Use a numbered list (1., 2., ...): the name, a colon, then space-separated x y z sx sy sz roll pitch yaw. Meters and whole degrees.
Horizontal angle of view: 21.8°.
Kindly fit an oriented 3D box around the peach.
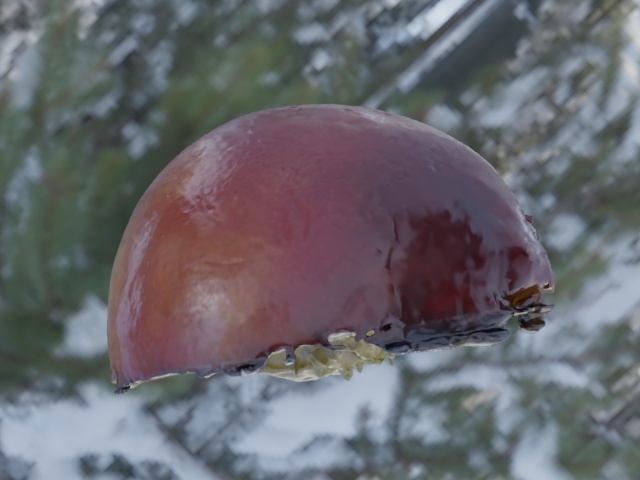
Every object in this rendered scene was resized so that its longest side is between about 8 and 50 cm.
1. peach: -0.001 0.000 0.359 0.098 0.098 0.061 -1 -101 -82
